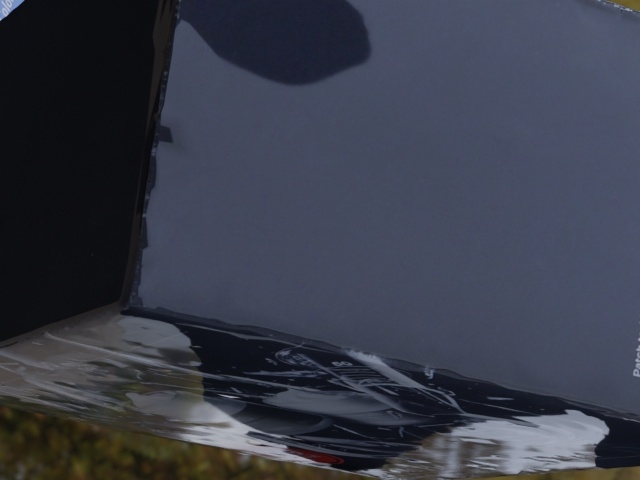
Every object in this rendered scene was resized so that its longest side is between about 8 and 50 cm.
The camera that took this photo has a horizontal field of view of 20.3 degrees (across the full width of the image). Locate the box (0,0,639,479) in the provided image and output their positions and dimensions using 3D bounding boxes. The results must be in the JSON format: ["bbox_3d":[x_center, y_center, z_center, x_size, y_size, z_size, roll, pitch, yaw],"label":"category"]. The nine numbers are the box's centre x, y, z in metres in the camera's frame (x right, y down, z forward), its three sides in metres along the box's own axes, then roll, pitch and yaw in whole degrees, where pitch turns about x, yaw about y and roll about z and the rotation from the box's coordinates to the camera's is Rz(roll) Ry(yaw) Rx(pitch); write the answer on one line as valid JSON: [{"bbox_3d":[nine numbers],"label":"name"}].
[{"bbox_3d":[0.000,0.000,0.842,0.343,0.312,0.179,-19,-121,61],"label":"box"}]

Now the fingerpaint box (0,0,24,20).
[{"bbox_3d":[-0.368,-0.108,1.074,0.371,0.163,0.445,52,36,-35],"label":"fingerpaint box"}]
